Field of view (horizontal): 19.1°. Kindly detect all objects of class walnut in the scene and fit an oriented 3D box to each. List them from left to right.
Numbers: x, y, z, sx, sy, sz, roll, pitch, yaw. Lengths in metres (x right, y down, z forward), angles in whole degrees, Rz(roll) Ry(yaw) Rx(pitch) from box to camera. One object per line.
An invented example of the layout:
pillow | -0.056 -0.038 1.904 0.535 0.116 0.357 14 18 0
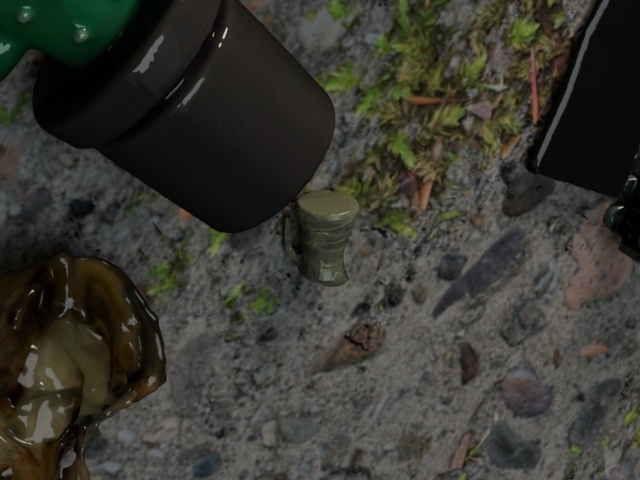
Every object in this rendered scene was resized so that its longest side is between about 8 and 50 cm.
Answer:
walnut | -0.241 0.121 1.557 0.204 0.141 0.238 58 44 -39

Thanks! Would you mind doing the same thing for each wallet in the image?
wallet | 0.287 -0.165 1.815 0.124 0.025 0.244 14 106 -35

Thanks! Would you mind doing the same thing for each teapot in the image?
teapot | 0.000 0.000 1.707 0.067 0.057 0.083 6 119 7

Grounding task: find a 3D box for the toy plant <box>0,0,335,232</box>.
toy plant | -0.180 -0.166 1.444 0.279 0.185 0.400 -35 124 24

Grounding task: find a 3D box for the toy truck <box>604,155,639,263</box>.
toy truck | 0.358 -0.055 1.878 0.100 0.077 0.169 13 104 -32
